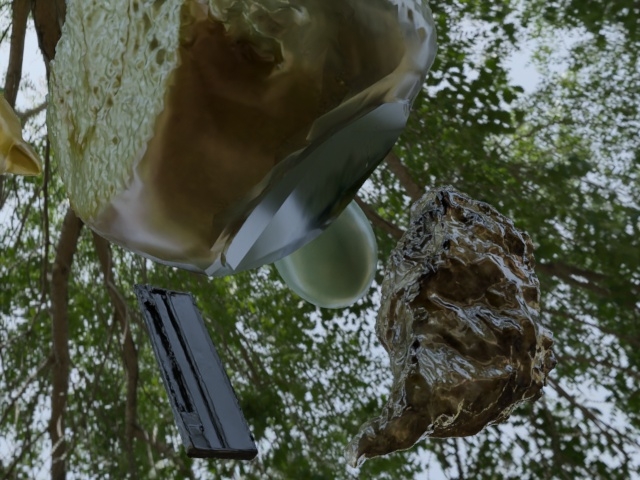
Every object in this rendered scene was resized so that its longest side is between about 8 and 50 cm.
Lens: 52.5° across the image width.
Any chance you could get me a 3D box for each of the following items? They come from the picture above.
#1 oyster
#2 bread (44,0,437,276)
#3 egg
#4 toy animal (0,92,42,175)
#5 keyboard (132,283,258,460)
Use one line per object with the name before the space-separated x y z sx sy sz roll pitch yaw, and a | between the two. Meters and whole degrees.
oyster | 0.161 0.082 0.701 0.204 0.396 0.111 11 -42 9
bread | -0.048 -0.152 0.535 0.239 0.264 0.395 -3 -38 -44
egg | 0.000 0.000 1.055 0.168 0.168 0.230 -25 -97 -9
toy animal | -0.453 -0.118 0.791 0.230 0.156 0.156 -11 -48 32
keyboard | -0.139 0.134 0.701 0.087 0.250 0.017 18 -65 -39
